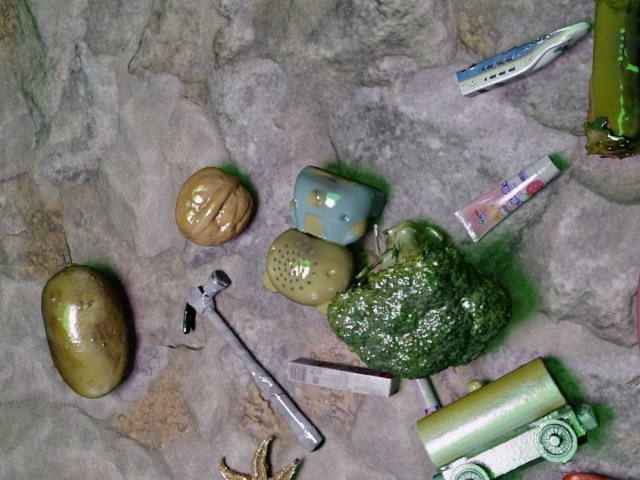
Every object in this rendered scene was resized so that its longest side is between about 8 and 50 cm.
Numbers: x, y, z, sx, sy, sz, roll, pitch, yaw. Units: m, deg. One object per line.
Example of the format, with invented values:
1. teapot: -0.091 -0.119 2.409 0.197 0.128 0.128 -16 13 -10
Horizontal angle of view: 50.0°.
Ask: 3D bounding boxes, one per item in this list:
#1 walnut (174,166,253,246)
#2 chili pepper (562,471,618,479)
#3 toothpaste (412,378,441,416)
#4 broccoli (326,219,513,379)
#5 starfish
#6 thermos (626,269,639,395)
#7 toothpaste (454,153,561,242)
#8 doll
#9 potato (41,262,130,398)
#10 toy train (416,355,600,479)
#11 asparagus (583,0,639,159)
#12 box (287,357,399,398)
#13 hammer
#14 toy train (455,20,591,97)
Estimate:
1. walnut: -0.223 -0.067 1.424 0.167 0.149 0.166 -1 94 -9
2. chili pepper: 0.433 0.430 1.142 0.192 0.084 0.086 3 74 20
3. toothpaste: 0.209 0.314 1.277 0.045 0.028 0.170 -25 81 15
4. broccoli: 0.159 0.099 1.193 0.321 0.304 0.283 -20 51 21
5. starfish: -0.122 0.518 1.418 0.240 0.043 0.227 27 98 26
6. thermos: 0.573 0.129 1.061 0.176 0.146 0.265 3 100 0
7. toothpaste: 0.333 -0.079 1.221 0.194 0.043 0.067 -40 77 25
8. doll: 0.000 0.000 1.306 0.177 0.161 0.260 22 96 22
9. potato: -0.520 0.197 1.527 0.210 0.173 0.307 -16 89 60
10. toy train: 0.307 0.325 1.166 0.307 0.126 0.189 -32 78 16
11. asparagus: 0.497 -0.320 1.105 0.128 0.108 0.381 4 89 -7
12. box: 0.042 0.267 1.339 0.218 0.055 0.039 5 92 25
13. hammer: -0.135 0.258 1.429 0.427 0.044 0.152 46 108 18
14. toy train: 0.352 -0.310 1.185 0.234 0.052 0.051 -15 87 34
